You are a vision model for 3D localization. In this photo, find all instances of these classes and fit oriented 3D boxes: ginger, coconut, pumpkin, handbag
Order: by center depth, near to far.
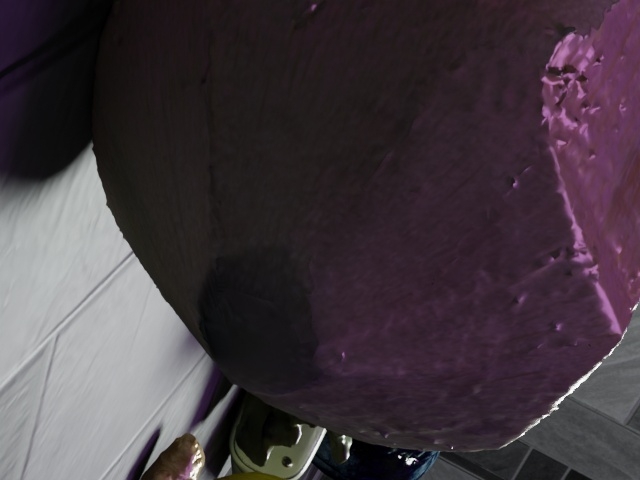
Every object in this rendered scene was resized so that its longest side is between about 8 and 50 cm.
[{"bbox_3d":[0.040,-0.050,0.630,0.297,0.297,0.309,108,9,-50],"label":"coconut"},{"bbox_3d":[-0.171,0.304,1.238,0.089,0.075,0.288,-58,168,-61],"label":"ginger"},{"bbox_3d":[-0.041,0.223,1.660,0.241,0.109,0.315,-62,176,-12],"label":"handbag"},{"bbox_3d":[0.114,0.250,2.144,0.363,0.266,0.363,-56,172,-12],"label":"pumpkin"}]

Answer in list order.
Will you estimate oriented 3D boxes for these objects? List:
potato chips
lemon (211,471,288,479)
[{"bbox_3d":[0.068,0.067,1.361,0.389,0.097,0.373,-51,-172,-29],"label":"potato chips"},{"bbox_3d":[-0.094,0.379,1.365,0.219,0.240,0.240,-26,145,-53],"label":"lemon"}]
